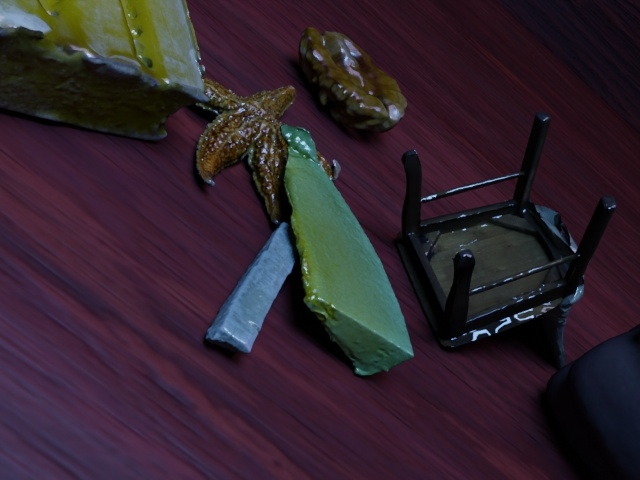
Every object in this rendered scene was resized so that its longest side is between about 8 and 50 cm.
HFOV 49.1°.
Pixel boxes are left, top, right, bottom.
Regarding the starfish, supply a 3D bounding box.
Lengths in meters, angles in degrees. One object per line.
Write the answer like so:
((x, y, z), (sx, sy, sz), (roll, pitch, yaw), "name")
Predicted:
((-0.073, -0.113, 0.717), (0.241, 0.043, 0.227), (28, 34, -22), "starfish")

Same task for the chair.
((0.191, 0.033, 0.776), (0.186, 0.319, 0.160), (-18, 55, -6), "chair")

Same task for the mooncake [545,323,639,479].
((0.393, 0.136, 0.726), (0.306, 0.306, 0.154), (-4, 55, -51), "mooncake")

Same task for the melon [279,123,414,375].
((0.000, -0.001, 0.643), (0.114, 0.053, 0.261), (16, 44, -44), "melon")

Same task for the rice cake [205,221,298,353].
((-0.049, 0.037, 0.580), (0.033, 0.029, 0.170), (44, 31, -10), "rice cake")

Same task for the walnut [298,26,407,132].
((0.038, -0.206, 0.925), (0.143, 0.069, 0.170), (-6, 56, -50), "walnut")

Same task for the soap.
((-0.224, -0.249, 0.599), (0.199, 0.091, 0.314), (8, 57, -51), "soap")
